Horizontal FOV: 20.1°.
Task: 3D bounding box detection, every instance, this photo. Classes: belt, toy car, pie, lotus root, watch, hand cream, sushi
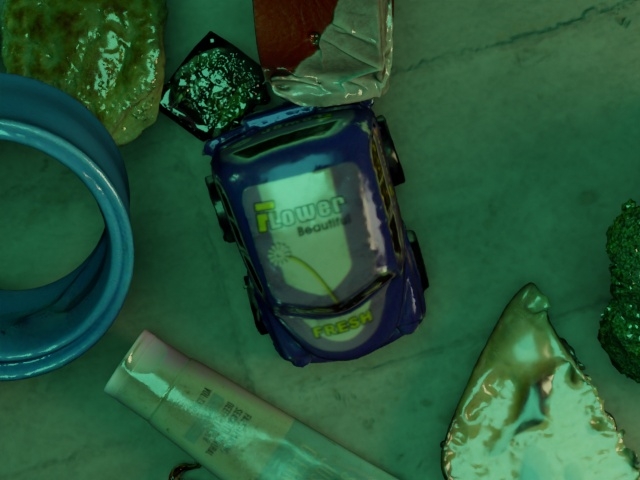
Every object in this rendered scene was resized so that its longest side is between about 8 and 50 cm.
[{"bbox_3d":[0.007,-0.274,1.532,0.115,0.227,0.323,0,91,8],"label":"belt"},{"bbox_3d":[0.000,0.000,1.549,0.172,0.158,0.235,-17,101,3],"label":"toy car"},{"bbox_3d":[-0.202,-0.173,1.601,0.163,0.079,0.193,-16,78,28],"label":"pie"},{"bbox_3d":[0.192,0.189,1.585,0.170,0.074,0.260,-35,86,5],"label":"lotus root"},{"bbox_3d":[-0.310,-0.032,1.510,0.274,0.241,0.305,-28,117,7],"label":"watch"},{"bbox_3d":[-0.048,0.196,1.605,0.312,0.070,0.111,33,86,1],"label":"hand cream"},{"bbox_3d":[-0.090,-0.131,1.622,0.085,0.056,0.083,35,84,5],"label":"sushi"}]

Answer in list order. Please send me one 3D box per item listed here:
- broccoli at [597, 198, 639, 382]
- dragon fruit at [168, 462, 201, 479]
[{"bbox_3d":[0.363,0.014,1.499,0.308,0.308,0.275,-24,53,3],"label":"broccoli"},{"bbox_3d":[-0.077,0.278,1.596,0.094,0.094,0.190,-24,76,3],"label":"dragon fruit"}]
